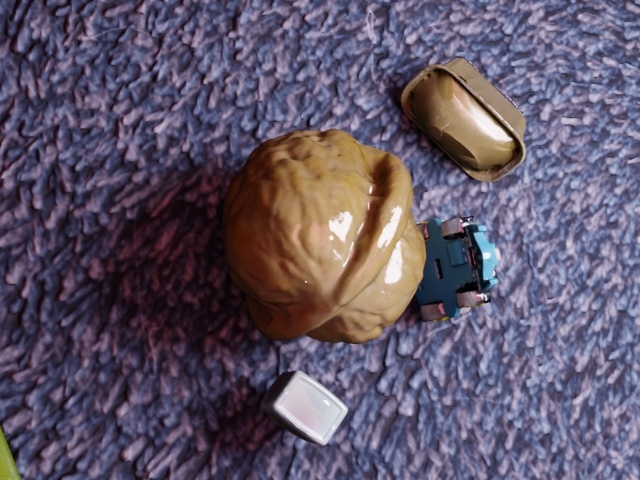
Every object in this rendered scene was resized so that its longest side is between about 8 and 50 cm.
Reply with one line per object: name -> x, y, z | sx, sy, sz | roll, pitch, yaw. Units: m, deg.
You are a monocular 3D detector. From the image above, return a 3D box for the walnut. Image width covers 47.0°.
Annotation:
walnut -> 0.000, 0.000, 0.798 | 0.224, 0.257, 0.257 | 38, 71, -23

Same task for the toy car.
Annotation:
toy car -> 0.179, 0.026, 0.900 | 0.098, 0.161, 0.126 | -8, 80, -28

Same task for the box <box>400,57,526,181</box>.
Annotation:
box -> 0.191, -0.159, 0.966 | 0.177, 0.111, 0.111 | 42, 72, -4

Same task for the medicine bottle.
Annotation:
medicine bottle -> -0.025, 0.187, 0.828 | 0.074, 0.118, 0.055 | 37, 72, -7

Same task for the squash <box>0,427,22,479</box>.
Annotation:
squash -> -0.348, 0.239, 0.756 | 0.066, 0.066, 0.201 | -21, 88, -18
